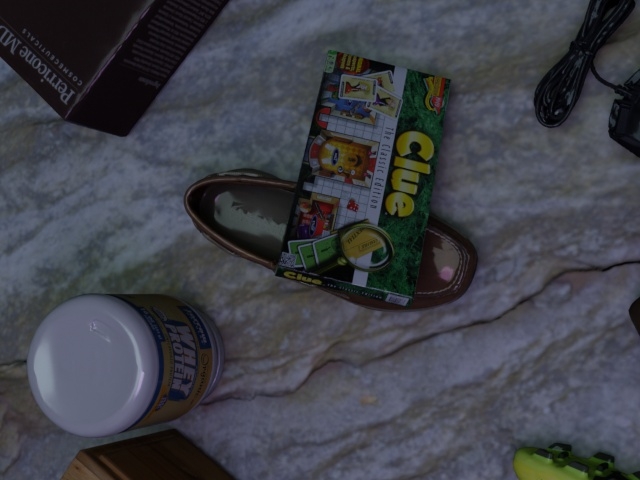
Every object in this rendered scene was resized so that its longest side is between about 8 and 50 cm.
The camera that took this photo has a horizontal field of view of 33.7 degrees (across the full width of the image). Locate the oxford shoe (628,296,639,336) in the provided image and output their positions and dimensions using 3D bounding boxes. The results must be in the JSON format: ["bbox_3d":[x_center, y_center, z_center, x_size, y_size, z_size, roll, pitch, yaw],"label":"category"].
[{"bbox_3d":[0.362,0.148,0.999,0.096,0.083,0.227,-29,77,36],"label":"oxford shoe"}]

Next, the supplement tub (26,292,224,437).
[{"bbox_3d":[-0.198,0.128,1.124,0.144,0.199,0.144,-1,87,20],"label":"supplement tub"}]

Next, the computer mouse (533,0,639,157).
[{"bbox_3d":[0.356,-0.151,1.024,0.262,0.060,0.184,27,93,25],"label":"computer mouse"}]

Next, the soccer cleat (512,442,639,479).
[{"bbox_3d":[0.304,0.290,0.995,0.289,0.093,0.121,25,102,20],"label":"soccer cleat"}]

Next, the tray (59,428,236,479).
[{"bbox_3d":[-0.059,0.348,1.061,0.411,0.203,0.076,35,98,18],"label":"tray"}]

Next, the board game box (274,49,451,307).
[{"bbox_3d":[0.047,-0.068,1.058,0.136,0.030,0.260,14,63,-4],"label":"board game box"}]

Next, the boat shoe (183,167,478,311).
[{"bbox_3d":[0.000,0.000,1.105,0.324,0.116,0.123,12,91,20],"label":"boat shoe"}]

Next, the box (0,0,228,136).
[{"bbox_3d":[-0.201,-0.326,1.187,0.191,0.143,0.381,42,102,17],"label":"box"}]
